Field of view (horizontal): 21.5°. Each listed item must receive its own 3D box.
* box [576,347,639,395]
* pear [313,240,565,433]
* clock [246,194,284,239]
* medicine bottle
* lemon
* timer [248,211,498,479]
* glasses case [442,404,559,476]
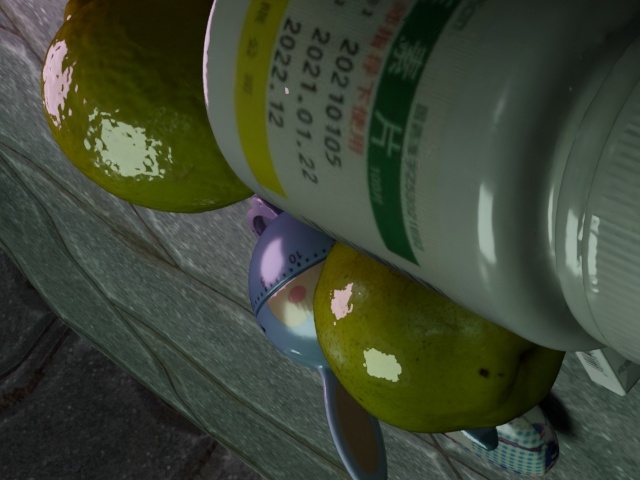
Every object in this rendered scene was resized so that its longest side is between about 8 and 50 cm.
[{"bbox_3d":[0.190,0.025,1.125,0.040,0.084,0.154,29,160,50],"label":"box"},{"bbox_3d":[0.091,0.061,1.293,0.198,0.198,0.198,40,165,13],"label":"pear"},{"bbox_3d":[0.000,0.000,1.616,0.152,0.050,0.110,39,162,16],"label":"clock"},{"bbox_3d":[0.118,-0.059,0.830,0.339,0.208,0.208,28,159,45],"label":"medicine bottle"},{"bbox_3d":[-0.119,-0.111,1.365,0.248,0.184,0.184,37,164,17],"label":"lemon"},{"bbox_3d":[0.036,0.068,1.435,0.255,0.175,0.175,57,177,40],"label":"timer"},{"bbox_3d":[0.100,0.125,1.659,0.327,0.076,0.125,33,162,33],"label":"glasses case"}]
